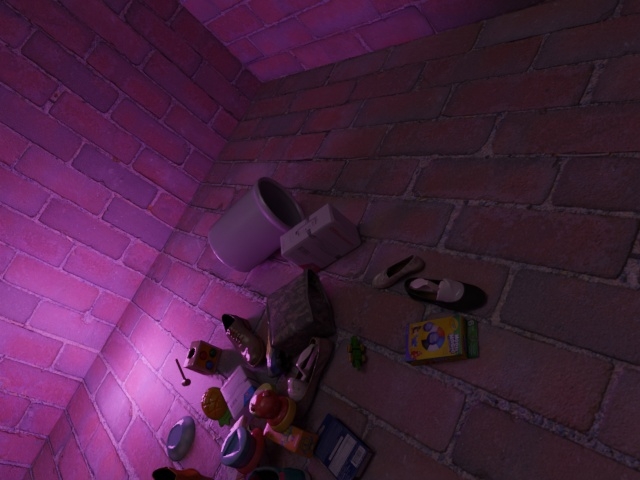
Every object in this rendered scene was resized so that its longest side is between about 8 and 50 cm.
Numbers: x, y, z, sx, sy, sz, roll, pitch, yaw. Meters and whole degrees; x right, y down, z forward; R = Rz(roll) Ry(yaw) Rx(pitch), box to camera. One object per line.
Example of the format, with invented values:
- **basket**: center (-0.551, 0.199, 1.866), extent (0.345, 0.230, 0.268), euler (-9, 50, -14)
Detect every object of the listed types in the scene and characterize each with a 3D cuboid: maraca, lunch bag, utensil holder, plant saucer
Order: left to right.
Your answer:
- **plant saucer**: center (-0.646, 0.889, 2.058), extent (0.194, 0.037, 0.195), euler (-29, 42, 30)
- **maraca**: center (-0.435, 0.705, 1.932), extent (0.185, 0.099, 0.127), euler (33, 90, 28)
- **utensil holder**: center (-0.315, -0.067, 2.250), extent (0.385, 0.327, 0.328), euler (-39, 38, 23)
- **lunch bag**: center (-0.090, 0.280, 1.837), extent (0.235, 0.168, 0.287), euler (-35, 44, 23)

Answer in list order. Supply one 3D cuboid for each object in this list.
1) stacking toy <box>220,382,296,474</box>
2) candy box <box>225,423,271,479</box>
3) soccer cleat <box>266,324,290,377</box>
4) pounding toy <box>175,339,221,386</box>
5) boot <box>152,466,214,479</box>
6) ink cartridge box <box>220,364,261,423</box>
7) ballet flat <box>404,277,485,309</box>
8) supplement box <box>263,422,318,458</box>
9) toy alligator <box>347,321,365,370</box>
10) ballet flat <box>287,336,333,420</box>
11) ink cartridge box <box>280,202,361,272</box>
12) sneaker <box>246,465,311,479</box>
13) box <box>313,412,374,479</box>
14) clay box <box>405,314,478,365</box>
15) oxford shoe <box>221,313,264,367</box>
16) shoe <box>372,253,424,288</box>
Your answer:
- **stacking toy**: center (-0.258, 0.636, 1.626), extent (0.309, 0.130, 0.279), euler (-52, 26, -7)
- **candy box**: center (-0.267, 0.823, 1.664), extent (0.159, 0.071, 0.233), euler (-45, 36, 10)
- **soccer cleat**: center (-0.193, 0.432, 1.891), extent (0.121, 0.093, 0.289), euler (-42, 37, 26)
- **pounding toy**: center (-0.578, 0.576, 2.118), extent (0.094, 0.181, 0.206), euler (-17, 49, 39)
- **boot**: center (-0.577, 0.937, 1.794), extent (0.294, 0.211, 0.104), euler (-20, 47, 38)
- **ink cartridge box**: center (-0.317, 0.630, 1.870), extent (0.140, 0.082, 0.190), euler (-53, 34, 0)
- **ballet flat**: center (0.384, 0.166, 1.467), extent (0.280, 0.096, 0.096), euler (-1, 60, 47)
- **supplement box**: center (-0.106, 0.676, 1.573), extent (0.233, 0.080, 0.078), euler (-10, 52, 54)
- **toy alligator**: center (0.122, 0.384, 1.619), extent (0.051, 0.056, 0.190), euler (103, 166, -46)
- **ballet flat**: center (-0.061, 0.499, 1.676), extent (0.107, 0.106, 0.316), euler (3, 64, 49)
- **ink cartridge box**: center (0.000, 0.000, 1.934), extent (0.282, 0.207, 0.117), euler (-34, 42, 24)
- **sneaker**: center (-0.189, 0.837, 1.476), extent (0.295, 0.178, 0.124), euler (-45, 37, 11)
- **box**: center (0.061, 0.670, 1.457), extent (0.225, 0.036, 0.137), euler (22, 78, 54)
- **clay box**: center (0.370, 0.308, 1.403), extent (0.221, 0.053, 0.128), euler (-21, 47, 37)
- **oxford shoe**: center (-0.360, 0.443, 2.030), extent (0.123, 0.130, 0.348), euler (-54, 36, -2)
- **shoe**: center (0.273, 0.111, 1.666), extent (0.218, 0.058, 0.077), euler (-30, 42, 28)
